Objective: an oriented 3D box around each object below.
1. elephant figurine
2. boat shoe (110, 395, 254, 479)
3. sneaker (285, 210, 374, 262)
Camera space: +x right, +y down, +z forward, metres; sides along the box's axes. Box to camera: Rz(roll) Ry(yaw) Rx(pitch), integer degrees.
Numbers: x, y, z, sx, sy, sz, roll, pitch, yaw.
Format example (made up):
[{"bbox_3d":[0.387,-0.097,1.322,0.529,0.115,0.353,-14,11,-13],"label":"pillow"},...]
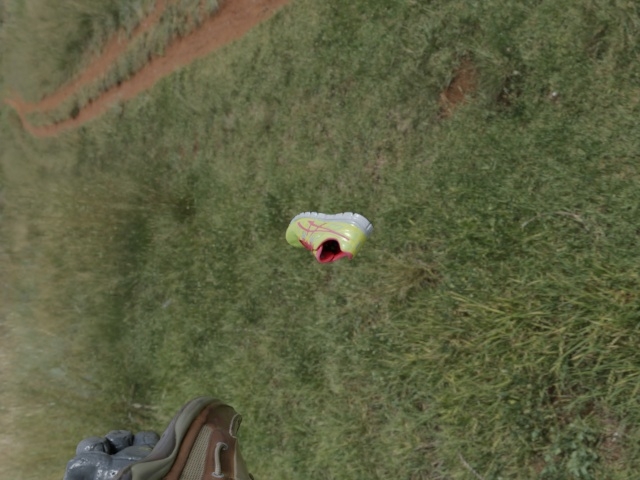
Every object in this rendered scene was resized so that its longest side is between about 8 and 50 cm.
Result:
[{"bbox_3d":[-0.309,0.434,0.843,0.186,0.170,0.239,-178,91,-76],"label":"elephant figurine"},{"bbox_3d":[-0.124,0.253,0.529,0.324,0.116,0.123,-35,-32,-82],"label":"boat shoe"},{"bbox_3d":[0.000,0.000,1.046,0.209,0.081,0.094,-5,52,45],"label":"sneaker"}]
